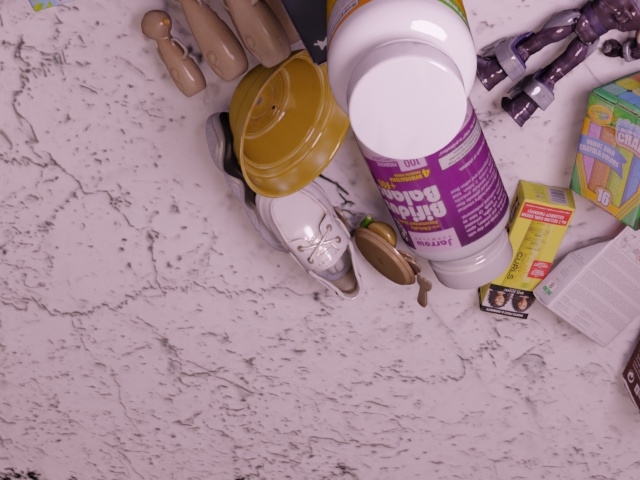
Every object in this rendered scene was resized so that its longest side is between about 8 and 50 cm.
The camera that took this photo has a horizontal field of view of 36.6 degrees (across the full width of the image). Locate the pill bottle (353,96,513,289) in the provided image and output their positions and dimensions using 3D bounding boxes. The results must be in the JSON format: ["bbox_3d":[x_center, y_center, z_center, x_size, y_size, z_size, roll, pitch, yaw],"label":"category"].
[{"bbox_3d":[0.175,-0.077,1.402,0.169,0.169,0.301,-18,123,17],"label":"pill bottle"}]

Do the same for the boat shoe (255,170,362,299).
[{"bbox_3d":[0.000,0.000,1.431,0.098,0.096,0.277,-37,140,4],"label":"boat shoe"}]

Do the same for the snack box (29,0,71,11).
[{"bbox_3d":[-0.254,-0.370,1.207,0.207,0.174,0.070,-11,123,13],"label":"snack box"}]

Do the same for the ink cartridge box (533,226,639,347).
[{"bbox_3d":[0.472,0.050,1.540,0.181,0.056,0.224,33,104,-36],"label":"ink cartridge box"}]

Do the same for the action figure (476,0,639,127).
[{"bbox_3d":[0.344,-0.282,1.285,0.285,0.099,0.185,-34,111,22],"label":"action figure"}]

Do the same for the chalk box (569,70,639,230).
[{"bbox_3d":[0.447,-0.147,1.324,0.132,0.132,0.213,-20,132,-29],"label":"chalk box"}]

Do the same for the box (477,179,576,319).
[{"bbox_3d":[0.323,0.018,1.533,0.087,0.058,0.232,12,127,-4],"label":"box"}]

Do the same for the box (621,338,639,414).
[{"bbox_3d":[0.650,0.133,1.535,0.191,0.143,0.381,4,127,-10],"label":"box"}]

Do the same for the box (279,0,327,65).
[{"bbox_3d":[0.015,-0.408,1.083,0.183,0.294,0.296,-20,124,18],"label":"box"}]

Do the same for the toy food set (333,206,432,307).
[{"bbox_3d":[0.105,0.017,1.498,0.192,0.038,0.132,40,164,18],"label":"toy food set"}]

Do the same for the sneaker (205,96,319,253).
[{"bbox_3d":[-0.049,-0.098,1.446,0.153,0.101,0.268,-22,125,16],"label":"sneaker"}]

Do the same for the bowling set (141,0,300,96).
[{"bbox_3d":[-0.102,-0.314,1.270,0.287,0.200,0.154,-7,120,53],"label":"bowling set"}]

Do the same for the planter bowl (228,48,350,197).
[{"bbox_3d":[-0.056,-0.172,1.294,0.090,0.217,0.217,32,136,32],"label":"planter bowl"}]

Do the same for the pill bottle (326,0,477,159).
[{"bbox_3d":[0.074,-0.184,0.912,0.136,0.245,0.136,0,128,0],"label":"pill bottle"}]
